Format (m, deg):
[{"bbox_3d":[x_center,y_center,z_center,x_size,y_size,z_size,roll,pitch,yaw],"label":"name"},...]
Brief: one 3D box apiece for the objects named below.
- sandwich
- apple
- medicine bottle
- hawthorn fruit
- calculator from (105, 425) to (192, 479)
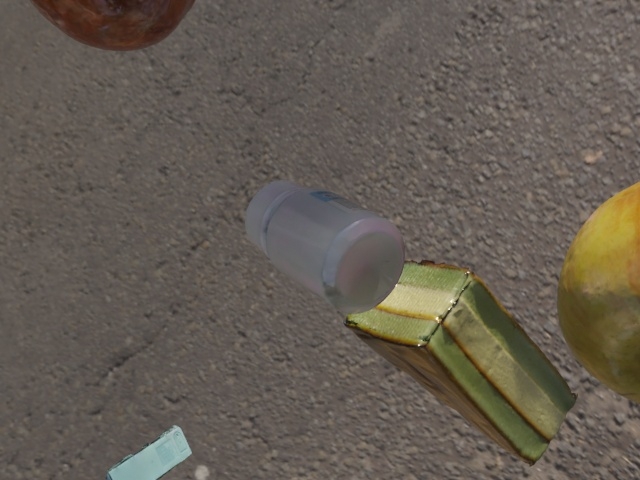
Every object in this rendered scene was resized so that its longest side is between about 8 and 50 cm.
[{"bbox_3d":[0.114,0.095,0.647,0.079,0.163,0.113,-52,26,-14],"label":"sandwich"},{"bbox_3d":[0.411,0.058,0.885,0.286,0.286,0.233,-4,40,29],"label":"apple"},{"bbox_3d":[0.000,0.000,0.420,0.052,0.052,0.089,-56,39,-3],"label":"medicine bottle"},{"bbox_3d":[-0.210,-0.270,0.787,0.172,0.173,0.173,-13,62,25],"label":"hawthorn fruit"},{"bbox_3d":[-0.254,0.331,1.186,0.018,0.172,0.057,-32,87,27],"label":"calculator"}]
